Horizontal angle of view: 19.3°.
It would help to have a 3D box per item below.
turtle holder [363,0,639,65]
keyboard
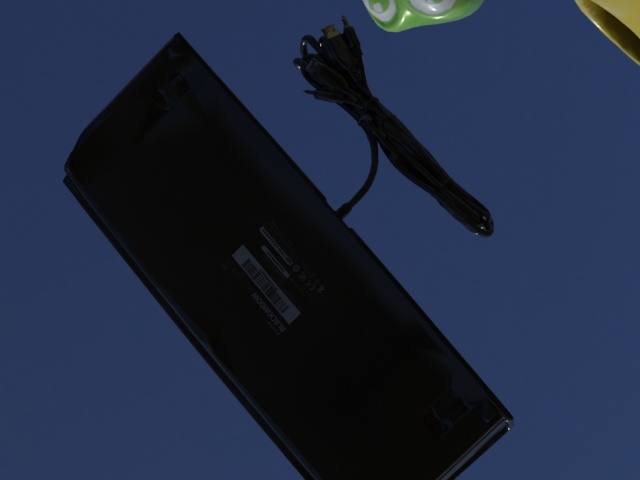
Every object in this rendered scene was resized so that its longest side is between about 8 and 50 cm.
[{"bbox_3d":[0.195,-0.177,0.877,0.320,0.243,0.227,-13,-74,-33],"label":"turtle holder"},{"bbox_3d":[0.000,0.000,1.116,0.317,0.201,0.033,49,-167,16],"label":"keyboard"}]
